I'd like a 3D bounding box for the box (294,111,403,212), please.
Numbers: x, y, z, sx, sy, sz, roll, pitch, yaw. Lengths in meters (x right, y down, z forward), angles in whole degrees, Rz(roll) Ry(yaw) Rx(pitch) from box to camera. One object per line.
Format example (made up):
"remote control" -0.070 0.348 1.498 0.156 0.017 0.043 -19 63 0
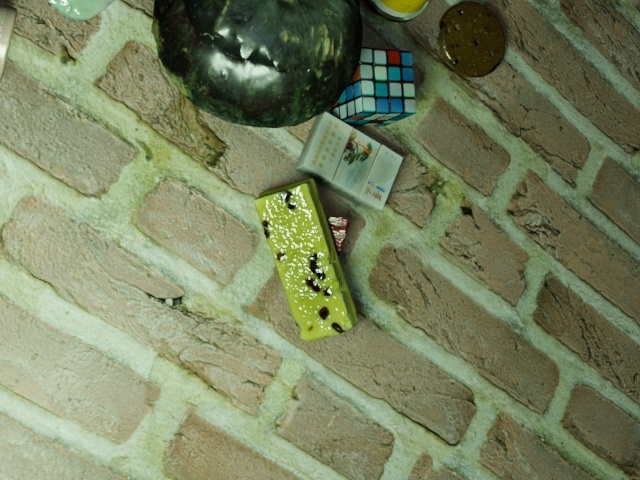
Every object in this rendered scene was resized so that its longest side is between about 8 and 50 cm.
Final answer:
"box" 0.070 -0.184 1.820 0.233 0.067 0.150 27 76 -21

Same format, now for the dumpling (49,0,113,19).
"dumpling" -0.500 -0.553 1.584 0.216 0.149 0.105 3 47 -30

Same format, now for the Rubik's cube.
"Rubik's cube" 0.123 -0.362 1.808 0.151 0.154 0.155 -1 88 -25

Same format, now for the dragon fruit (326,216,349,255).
"dragon fruit" 0.000 0.000 1.769 0.106 0.083 0.162 17 112 -2

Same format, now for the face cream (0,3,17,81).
"face cream" -0.655 -0.392 1.464 0.104 0.149 0.149 13 81 -23

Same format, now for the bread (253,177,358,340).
"bread" -0.029 0.051 1.704 0.138 0.077 0.362 -15 101 18

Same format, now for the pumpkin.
"pumpkin" -0.130 -0.450 1.598 0.454 0.344 0.455 9 65 -19

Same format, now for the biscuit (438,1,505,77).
"biscuit" 0.402 -0.533 2.009 0.212 0.036 0.212 2 85 -25

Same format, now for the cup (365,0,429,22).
"cup" 0.220 -0.654 1.809 0.196 0.279 0.197 4 80 -21
